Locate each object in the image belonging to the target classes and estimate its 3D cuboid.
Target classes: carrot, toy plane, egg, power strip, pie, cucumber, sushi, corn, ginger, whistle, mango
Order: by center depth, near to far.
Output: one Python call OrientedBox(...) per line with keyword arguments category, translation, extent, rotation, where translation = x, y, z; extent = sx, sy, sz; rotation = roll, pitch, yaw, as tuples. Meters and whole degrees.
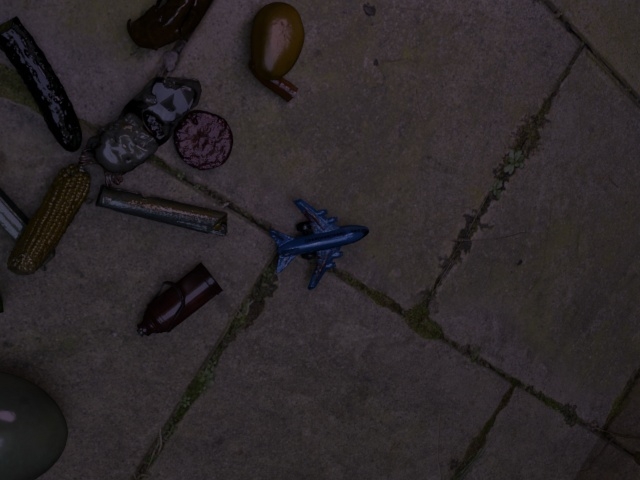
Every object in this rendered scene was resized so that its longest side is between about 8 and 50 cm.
OrientedBox(category="cucumber", translation=(-0.610, -0.338, 1.372), extent=(0.081, 0.072, 0.304), rotation=(-34, 113, -14))
OrientedBox(category="corn", translation=(-0.600, -0.049, 1.390), extent=(0.086, 0.086, 0.288), rotation=(35, 58, -25))
OrientedBox(category="egg", translation=(-0.751, 0.422, 1.398), extent=(0.352, 0.258, 0.259), rotation=(29, 91, -21))
OrientedBox(category="power strip", translation=(-0.696, -0.046, 1.404), extent=(0.052, 0.078, 0.272), rotation=(-38, 113, -8))
OrientedBox(category="ginger", translation=(-0.313, -0.561, 1.422), extent=(0.133, 0.107, 0.309), rotation=(34, 90, -9))
OrientedBox(category="sushi", translation=(-0.407, -0.268, 1.439), extent=(0.332, 0.130, 0.124), rotation=(-46, 111, -4))
OrientedBox(category="mango", translation=(-0.111, -0.481, 1.514), extent=(0.137, 0.098, 0.195), rotation=(27, 80, -30))
OrientedBox(category="whistle", translation=(-0.382, -0.070, 1.535), extent=(0.326, 0.057, 0.068), rotation=(14, 55, -25))
OrientedBox(category="pie", translation=(-0.288, -0.249, 1.543), extent=(0.154, 0.036, 0.155), rotation=(-5, 105, -21))
OrientedBox(category="carrot", translation=(-0.125, -0.403, 1.569), extent=(0.139, 0.048, 0.048), rotation=(30, 90, -23))
OrientedBox(category="toy plane", translation=(0.000, 0.000, 1.683), extent=(0.271, 0.105, 0.254), rotation=(-15, 109, -19))

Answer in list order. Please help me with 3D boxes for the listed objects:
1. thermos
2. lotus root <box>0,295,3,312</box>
OrientedBox(category="thermos", translation=(-0.365, 0.165, 1.586), extent=(0.232, 0.099, 0.124), rotation=(-40, 152, -8))
OrientedBox(category="lotus root", translation=(-0.801, 0.092, 1.365), extent=(0.186, 0.186, 0.186), rotation=(-5, 105, -21))
